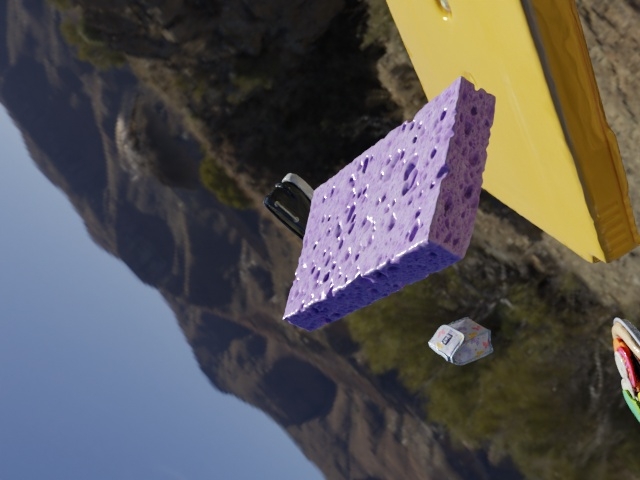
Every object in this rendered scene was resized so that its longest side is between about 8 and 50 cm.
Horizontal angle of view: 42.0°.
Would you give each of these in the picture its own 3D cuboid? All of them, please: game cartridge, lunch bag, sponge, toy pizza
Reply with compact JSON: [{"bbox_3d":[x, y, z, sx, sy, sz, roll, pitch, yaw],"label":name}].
[{"bbox_3d":[0.154,-0.154,0.747,0.324,0.052,0.285,60,175,-31],"label":"game cartridge"},{"bbox_3d":[0.230,0.167,1.373,0.071,0.083,0.053,34,141,62],"label":"lunch bag"},{"bbox_3d":[0.039,-0.015,0.571,0.031,0.117,0.210,24,154,-19],"label":"sponge"},{"bbox_3d":[0.344,0.174,0.857,0.201,0.032,0.201,61,-172,-15],"label":"toy pizza"}]

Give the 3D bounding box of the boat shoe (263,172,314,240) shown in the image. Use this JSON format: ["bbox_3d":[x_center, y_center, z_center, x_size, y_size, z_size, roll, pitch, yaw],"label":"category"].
[{"bbox_3d":[0.000,0.000,1.749,0.302,0.091,0.114,48,164,-9],"label":"boat shoe"}]
